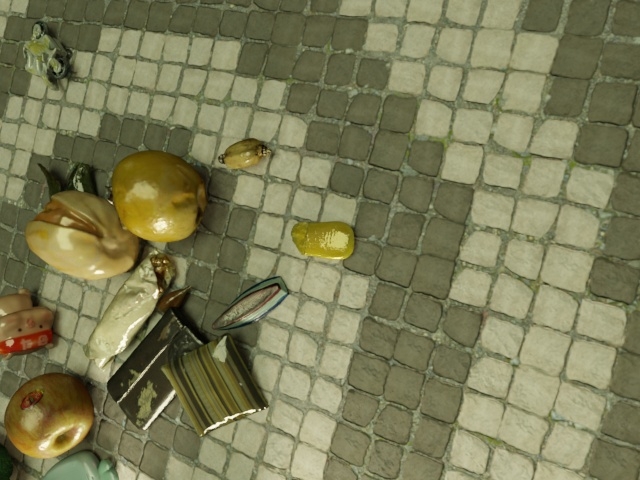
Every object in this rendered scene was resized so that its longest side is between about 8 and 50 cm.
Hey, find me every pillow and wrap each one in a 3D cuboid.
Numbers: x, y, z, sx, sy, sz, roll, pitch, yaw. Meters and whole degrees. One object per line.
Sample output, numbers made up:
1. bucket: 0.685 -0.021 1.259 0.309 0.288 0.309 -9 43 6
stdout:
1. pillow: -0.262 0.357 1.265 0.212 0.052 0.208 -28 92 13

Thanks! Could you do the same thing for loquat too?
1. loquat: -0.407 -0.109 1.275 0.243 0.244 0.244 -1 86 22

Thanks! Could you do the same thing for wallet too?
1. wallet: -0.424 0.337 1.339 0.170 0.044 0.321 44 104 7

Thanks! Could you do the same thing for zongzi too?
1. zongzi: -0.664 -0.162 1.478 0.119 0.055 0.109 23 95 11

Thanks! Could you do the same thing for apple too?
1. apple: -0.721 0.464 1.378 0.188 0.211 0.211 35 100 23

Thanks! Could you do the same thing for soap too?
1. soap: 0.000 0.000 1.202 0.168 0.033 0.089 0 84 23

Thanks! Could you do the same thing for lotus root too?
1. lotus root: -0.184 -0.214 1.275 0.152 0.063 0.072 -4 58 29

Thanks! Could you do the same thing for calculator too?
1. calculator: -0.677 0.691 1.432 0.299 0.041 0.186 -30 76 19

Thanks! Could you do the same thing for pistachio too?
1. pistachio: -0.625 -0.009 1.368 0.308 0.230 0.230 19 94 18

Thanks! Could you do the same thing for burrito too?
1. burrito: -0.515 0.194 1.381 0.117 0.076 0.392 43 105 13

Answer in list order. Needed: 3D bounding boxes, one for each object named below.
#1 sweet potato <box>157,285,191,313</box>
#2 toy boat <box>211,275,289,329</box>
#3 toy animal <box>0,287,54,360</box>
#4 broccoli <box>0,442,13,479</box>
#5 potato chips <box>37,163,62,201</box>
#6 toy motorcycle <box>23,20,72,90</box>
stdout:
1. sweet potato: -0.375 0.152 1.337 0.117 0.049 0.049 -39 73 19
2. toy boat: -0.182 0.165 1.263 0.229 0.046 0.080 -31 80 16
3. toy animal: -0.868 0.247 1.479 0.197 0.171 0.171 41 102 22
4. broccoli: -1.018 0.677 1.456 0.270 0.270 0.270 12 120 22
5. potato chips: -0.776 -0.141 1.506 0.142 0.026 0.209 -25 87 51
6. toy motorcycle: -0.837 -0.550 1.560 0.151 0.074 0.229 -39 75 18
